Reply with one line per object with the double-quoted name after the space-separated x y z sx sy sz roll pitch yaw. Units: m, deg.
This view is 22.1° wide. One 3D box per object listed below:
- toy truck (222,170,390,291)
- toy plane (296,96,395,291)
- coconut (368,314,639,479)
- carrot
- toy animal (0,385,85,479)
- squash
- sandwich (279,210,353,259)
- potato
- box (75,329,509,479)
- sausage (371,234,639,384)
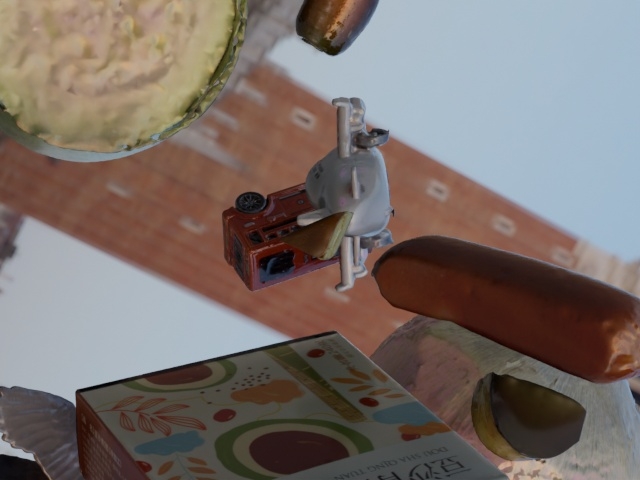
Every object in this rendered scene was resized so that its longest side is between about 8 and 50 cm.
-0.008 -0.021 2.301 0.107 0.252 0.114 89 -24 -44 "toy truck"
0.035 -0.058 2.063 0.252 0.118 0.252 -1 90 -87 "toy plane"
0.245 0.244 2.164 0.404 0.404 0.404 -55 -163 26 "coconut"
0.041 -0.315 1.961 0.193 0.087 0.087 -60 -165 7 "carrot"
-0.284 0.344 1.948 0.225 0.302 0.284 118 -24 -52 "toy animal"
-0.221 -0.203 1.556 0.263 0.263 0.384 -64 -169 -2 "squash"
0.000 0.000 1.755 0.083 0.031 0.044 -24 -103 23 "sandwich"
0.177 0.170 1.485 0.103 0.096 0.066 116 -3 -72 "potato"
-0.041 0.260 1.806 0.385 0.344 0.122 37 -47 53 "box"
0.171 0.052 1.448 0.300 0.089 0.083 20 -57 39 "sausage"
